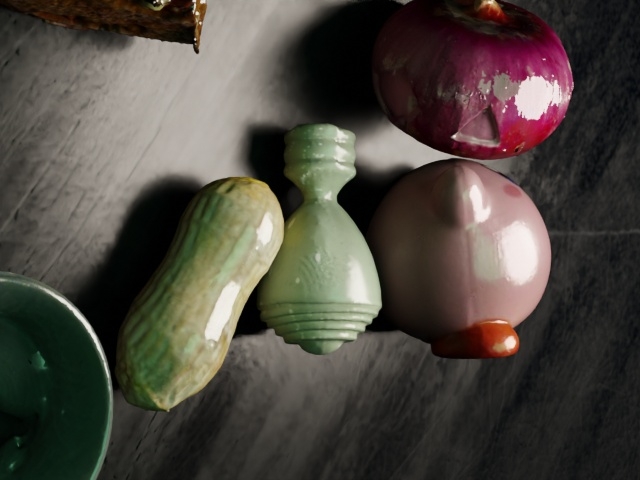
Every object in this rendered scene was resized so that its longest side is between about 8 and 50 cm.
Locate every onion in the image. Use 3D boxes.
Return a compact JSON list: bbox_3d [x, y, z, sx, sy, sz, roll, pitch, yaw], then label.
[{"bbox_3d":[0.133,-0.147,1.311,0.177,0.177,0.153,20,121,-40],"label":"onion"}]

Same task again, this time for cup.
[{"bbox_3d":[-0.262,0.112,1.018,0.199,0.150,0.199,-5,98,-40],"label":"cup"}]

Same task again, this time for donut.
[{"bbox_3d":[-0.165,-0.214,1.098,0.186,0.144,0.126,11,81,-10],"label":"donut"}]

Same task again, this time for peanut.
[{"bbox_3d":[-0.096,0.041,1.195,0.087,0.087,0.207,39,71,-36],"label":"peanut"}]

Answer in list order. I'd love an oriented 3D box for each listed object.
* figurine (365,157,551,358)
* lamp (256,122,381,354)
[{"bbox_3d":[0.119,0.011,1.323,0.173,0.173,0.173,-5,98,-40],"label":"figurine"},{"bbox_3d":[0.000,0.000,1.269,0.106,0.106,0.193,8,81,-41],"label":"lamp"}]
